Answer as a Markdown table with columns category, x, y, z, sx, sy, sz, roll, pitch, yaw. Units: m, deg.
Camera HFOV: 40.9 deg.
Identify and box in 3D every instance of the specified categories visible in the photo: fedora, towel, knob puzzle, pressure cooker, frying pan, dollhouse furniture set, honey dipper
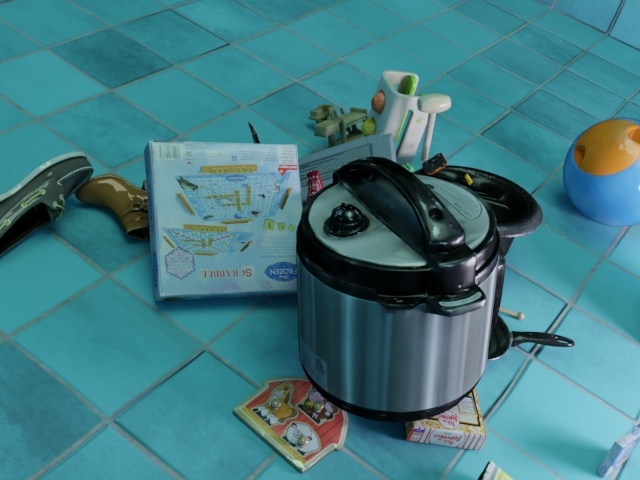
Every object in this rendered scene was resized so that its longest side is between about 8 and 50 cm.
| category | x | y | z | sx | sy | sz | roll | pitch | yaw |
| --- | --- | --- | --- | --- | --- | --- | --- | --- | --- |
| fedora | 0.348 | -0.049 | 2.035 | 0.333 | 0.153 | 0.334 | 6 | 33 | -4 |
| towel | 0.000 | 0.000 | 1.826 | 0.031 | 0.199 | 0.275 | -10 | 37 | 11 |
| knob puzzle | -0.031 | 0.308 | 1.550 | 0.213 | 0.030 | 0.213 | 11 | 38 | -9 |
| pressure cooker | 0.137 | 0.066 | 1.538 | 0.369 | 0.421 | 0.375 | 10 | 33 | 18 |
| frying pan | 0.363 | 0.184 | 1.843 | 0.326 | 0.053 | 0.197 | -3 | 42 | -27 |
| dollhouse furniture set | 0.014 | -0.286 | 2.281 | 0.160 | 0.101 | 0.181 | 14 | 30 | 38 |
| honey dipper | 0.381 | 0.145 | 1.916 | 0.160 | 0.031 | 0.030 | 18 | 38 | -3 |

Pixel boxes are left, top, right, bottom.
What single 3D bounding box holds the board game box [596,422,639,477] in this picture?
| category | x | y | z | sx | sy | sz | roll | pitch | yaw |
| --- | --- | --- | --- | --- | --- | --- | --- | --- | --- |
| board game box | 0.572 | 0.399 | 1.628 | 0.090 | 0.090 | 0.020 | -18 | 46 | -37 |

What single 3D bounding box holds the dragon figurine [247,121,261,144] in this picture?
| category | x | y | z | sx | sy | sz | roll | pitch | yaw |
| --- | --- | --- | --- | --- | --- | --- | --- | --- | --- |
| dragon figurine | -0.100 | -0.118 | 1.910 | 0.144 | 0.289 | 0.085 | 6 | 7 | 37 |

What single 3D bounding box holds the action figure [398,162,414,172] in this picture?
| category | x | y | z | sx | sy | sz | roll | pitch | yaw |
| --- | --- | --- | --- | --- | --- | --- | --- | --- | --- |
| action figure | 0.111 | -0.136 | 2.042 | 0.232 | 0.064 | 0.137 | -17 | 40 | 13 |

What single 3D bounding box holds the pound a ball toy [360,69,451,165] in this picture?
| category | x | y | z | sx | sy | sz | roll | pitch | yaw |
| --- | --- | --- | --- | --- | --- | --- | --- | --- | --- |
| pound a ball toy | 0.182 | -0.269 | 2.111 | 0.135 | 0.319 | 0.208 | 2 | 41 | -20 |

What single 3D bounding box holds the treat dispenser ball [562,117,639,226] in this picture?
| category | x | y | z | sx | sy | sz | roll | pitch | yaw |
| --- | --- | --- | --- | --- | --- | --- | --- | --- | --- |
| treat dispenser ball | 0.791 | -0.180 | 2.271 | 0.288 | 0.288 | 0.288 | 11 | 38 | -9 |

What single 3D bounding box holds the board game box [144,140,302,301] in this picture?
| category | x | y | z | sx | sy | sz | roll | pitch | yaw |
| --- | --- | --- | --- | --- | --- | --- | --- | --- | --- |
| board game box | -0.190 | -0.041 | 1.753 | 0.318 | 0.066 | 0.318 | 0 | 77 | -22 |

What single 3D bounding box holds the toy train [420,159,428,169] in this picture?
| category | x | y | z | sx | sy | sz | roll | pitch | yaw |
| --- | --- | --- | --- | --- | --- | --- | --- | --- | --- |
| toy train | 0.282 | -0.191 | 2.303 | 0.023 | 0.017 | 0.083 | 34 | 39 | 5 |

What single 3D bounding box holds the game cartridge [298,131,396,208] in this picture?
| category | x | y | z | sx | sy | sz | roll | pitch | yaw |
| --- | --- | --- | --- | --- | --- | --- | --- | --- | --- |
| game cartridge | 0.035 | -0.148 | 2.008 | 0.297 | 0.062 | 0.198 | -16 | 41 | 14 |

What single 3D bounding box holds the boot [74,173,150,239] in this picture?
| category | x | y | z | sx | sy | sz | roll | pitch | yaw |
| --- | --- | --- | --- | --- | --- | --- | --- | --- | --- |
| boot | -0.420 | -0.065 | 1.826 | 0.197 | 0.073 | 0.152 | -3 | 48 | -17 |

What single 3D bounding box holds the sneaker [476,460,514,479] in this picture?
| category | x | y | z | sx | sy | sz | roll | pitch | yaw |
| --- | --- | --- | --- | --- | --- | --- | --- | --- | --- |
| sneaker | 0.293 | 0.464 | 1.446 | 0.094 | 0.082 | 0.208 | 29 | 39 | 11 |

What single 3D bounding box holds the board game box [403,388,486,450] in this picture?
| category | x | y | z | sx | sy | sz | roll | pitch | yaw |
| --- | --- | --- | --- | --- | --- | --- | --- | --- | --- |
| board game box | 0.228 | 0.303 | 1.645 | 0.146 | 0.045 | 0.194 | 10 | 38 | -10 |

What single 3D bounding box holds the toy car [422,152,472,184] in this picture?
| category | x | y | z | sx | sy | sz | roll | pitch | yaw |
| --- | --- | --- | --- | --- | --- | --- | --- | --- | --- |
| toy car | 0.300 | -0.155 | 2.031 | 0.122 | 0.060 | 0.040 | 43 | -1 | 19 |

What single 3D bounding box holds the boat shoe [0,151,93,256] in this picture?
| category | x | y | z | sx | sy | sz | roll | pitch | yaw |
| --- | --- | --- | --- | --- | --- | --- | --- | --- | --- |
| boat shoe | -0.575 | -0.068 | 1.720 | 0.096 | 0.117 | 0.324 | 40 | 50 | 12 |
